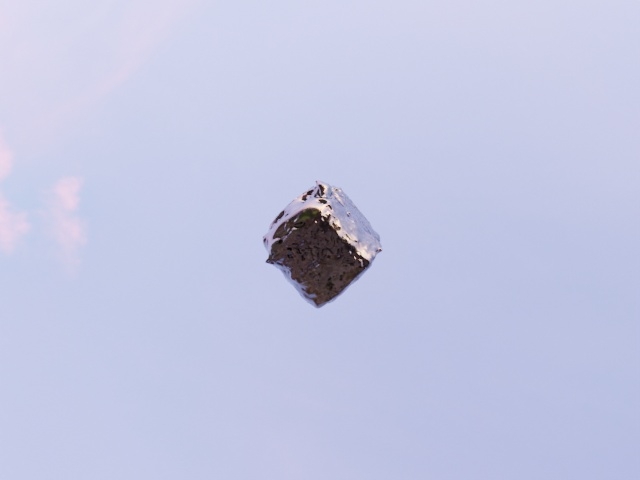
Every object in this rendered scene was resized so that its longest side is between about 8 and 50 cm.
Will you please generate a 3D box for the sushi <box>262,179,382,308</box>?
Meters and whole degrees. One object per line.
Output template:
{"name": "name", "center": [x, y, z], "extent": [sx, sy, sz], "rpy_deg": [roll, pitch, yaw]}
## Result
{"name": "sushi", "center": [0.000, 0.000, 0.826], "extent": [0.124, 0.225, 0.127], "rpy_deg": [-42, -85, 11]}
